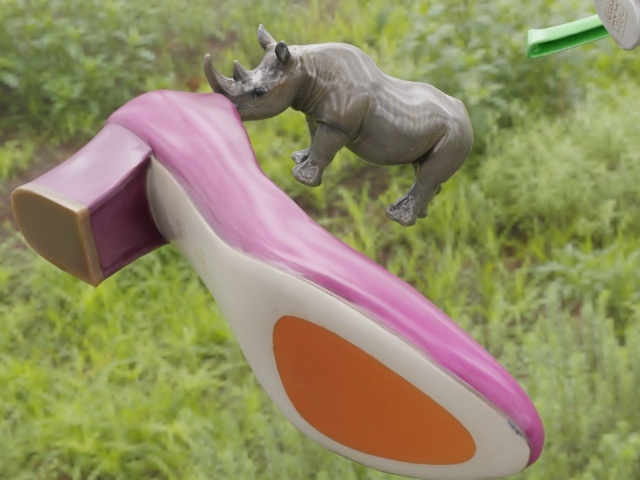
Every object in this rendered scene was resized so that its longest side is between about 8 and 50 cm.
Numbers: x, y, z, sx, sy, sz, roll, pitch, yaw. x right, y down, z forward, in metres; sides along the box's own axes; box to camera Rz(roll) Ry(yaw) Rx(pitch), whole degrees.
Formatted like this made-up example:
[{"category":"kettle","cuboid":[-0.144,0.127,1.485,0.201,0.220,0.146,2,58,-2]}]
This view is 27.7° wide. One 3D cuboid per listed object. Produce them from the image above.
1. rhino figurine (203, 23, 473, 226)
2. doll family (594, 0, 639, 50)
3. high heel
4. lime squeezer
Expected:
[{"category":"rhino figurine","cuboid":[0.015,-0.095,0.994,0.243,0.106,0.073,22,18,-28]},{"category":"doll family","cuboid":[0.194,-0.162,0.507,0.163,0.262,0.118,-16,36,-14]},{"category":"high heel","cuboid":[0.000,0.000,0.772,0.377,0.127,0.181,29,48,28]},{"category":"lime squeezer","cuboid":[0.290,-0.149,0.848,0.311,0.058,0.110,6,30,2]}]
